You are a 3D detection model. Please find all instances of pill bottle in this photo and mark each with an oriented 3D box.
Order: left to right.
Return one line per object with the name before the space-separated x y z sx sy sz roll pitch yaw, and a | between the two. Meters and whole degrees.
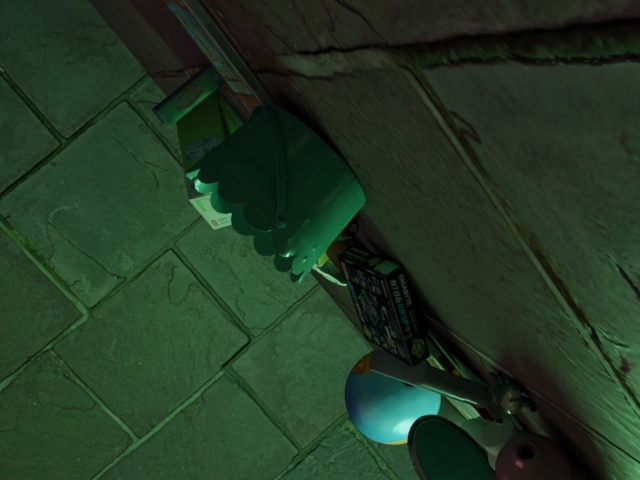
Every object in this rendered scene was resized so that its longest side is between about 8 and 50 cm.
pill bottle | 0.425 0.472 1.666 0.193 0.108 0.108 52 174 -18

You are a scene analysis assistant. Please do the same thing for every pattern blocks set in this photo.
pattern blocks set | 0.286 0.290 1.963 0.325 0.026 0.285 52 174 -21

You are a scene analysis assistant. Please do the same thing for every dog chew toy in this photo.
dog chew toy | 0.405 0.475 1.424 0.206 0.206 0.332 43 164 50

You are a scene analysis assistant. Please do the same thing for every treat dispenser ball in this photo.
treat dispenser ball | 0.215 0.465 2.354 0.288 0.288 0.288 49 175 6

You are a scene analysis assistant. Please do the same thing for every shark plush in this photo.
shark plush | 0.336 0.262 1.398 0.161 0.073 0.067 -54 -56 -75

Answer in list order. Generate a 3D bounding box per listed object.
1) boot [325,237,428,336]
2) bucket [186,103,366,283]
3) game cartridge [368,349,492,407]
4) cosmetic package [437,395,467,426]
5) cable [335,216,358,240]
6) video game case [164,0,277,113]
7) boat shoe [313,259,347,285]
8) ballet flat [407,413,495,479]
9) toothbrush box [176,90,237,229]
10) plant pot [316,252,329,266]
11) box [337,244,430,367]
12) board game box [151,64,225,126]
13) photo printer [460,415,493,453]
boot | 0.125 0.113 1.780 0.269 0.089 0.236 45 160 32
bucket | -0.071 -0.084 1.321 0.281 0.183 0.281 42 171 9
game cartridge | 0.229 0.306 1.761 0.198 0.062 0.297 18 173 -17
cosmetic package | 0.414 0.620 2.694 0.107 0.127 0.238 54 175 -37
cable | -0.022 -0.058 1.512 0.151 0.184 0.047 60 139 37
video game case | -0.178 -0.335 1.429 0.285 0.025 0.204 52 174 -21
boat shoe | -0.003 0.030 2.193 0.277 0.098 0.096 42 179 -34
ballet flat | 0.378 0.599 1.795 0.483 0.164 0.182 45 176 11
toothbrush box | -0.268 -0.202 1.979 0.206 0.122 0.283 63 -168 -68
plant pot | 0.000 0.000 2.028 0.081 0.081 0.083 47 164 24
box | 0.128 0.132 1.587 0.175 0.051 0.220 24 138 57
board game box | -0.302 -0.327 1.770 0.047 0.160 0.210 52 174 -18
photo printer | 0.473 0.569 1.950 0.256 0.107 0.307 50 174 3
